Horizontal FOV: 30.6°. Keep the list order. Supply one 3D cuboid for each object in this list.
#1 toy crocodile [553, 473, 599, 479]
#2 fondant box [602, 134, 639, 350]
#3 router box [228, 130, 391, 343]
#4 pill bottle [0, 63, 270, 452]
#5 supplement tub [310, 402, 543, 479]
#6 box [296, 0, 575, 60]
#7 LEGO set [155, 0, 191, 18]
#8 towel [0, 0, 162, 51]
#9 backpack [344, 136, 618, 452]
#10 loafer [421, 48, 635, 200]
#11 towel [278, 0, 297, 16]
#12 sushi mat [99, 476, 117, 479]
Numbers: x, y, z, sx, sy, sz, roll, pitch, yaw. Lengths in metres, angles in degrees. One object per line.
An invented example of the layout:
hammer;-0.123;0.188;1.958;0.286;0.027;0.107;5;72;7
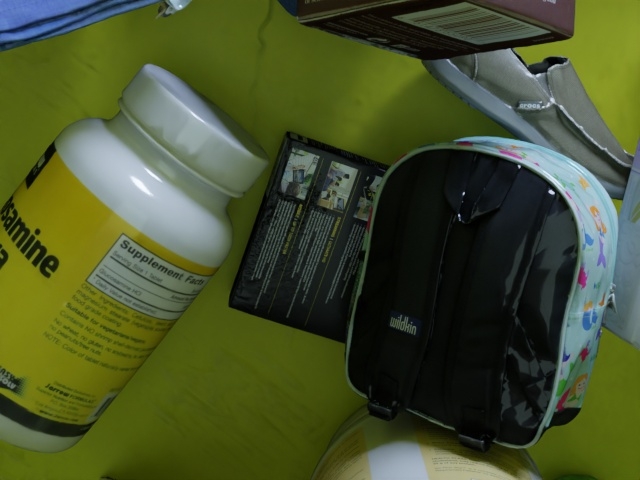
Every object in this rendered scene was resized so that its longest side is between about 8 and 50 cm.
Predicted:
toy crocodile;0.291;0.408;1.214;0.105;0.115;0.340;-4;101;4
fondant box;0.443;-0.007;1.089;0.330;0.096;0.238;6;104;-20
router box;0.000;0.000;1.138;0.133;0.046;0.178;19;102;-7
pill bottle;-0.202;0.013;1.062;0.188;0.188;0.334;37;99;-10
supplement tub;0.106;0.289;1.064;0.241;0.331;0.241;0;103;-2
box;0.100;-0.269;0.961;0.169;0.167;0.203;8;85;-42
LEGO set;-0.191;-0.325;1.022;0.107;0.132;0.287;-41;89;-5
towel;-0.207;-0.338;0.935;0.243;0.040;0.335;-18;88;-2
backpack;0.151;0.033;1.051;0.225;0.191;0.253;16;110;30
loafer;0.215;-0.127;1.091;0.251;0.094;0.087;34;104;-9
towel;-0.026;-0.258;1.036;0.029;0.119;0.067;-28;64;-19
sushi mat;-0.116;0.304;1.093;0.019;0.317;0.151;-29;103;-29
